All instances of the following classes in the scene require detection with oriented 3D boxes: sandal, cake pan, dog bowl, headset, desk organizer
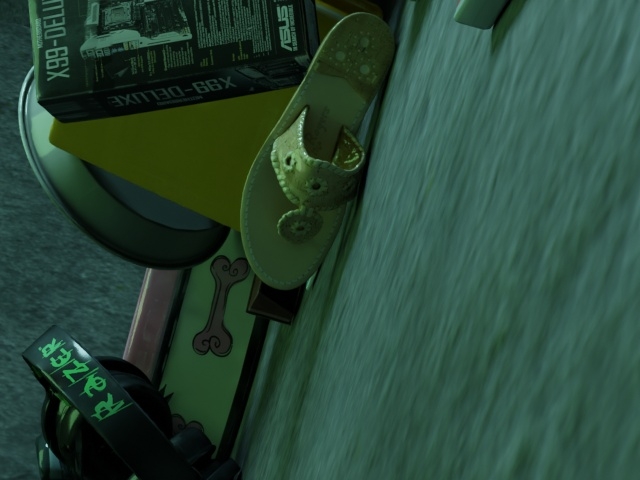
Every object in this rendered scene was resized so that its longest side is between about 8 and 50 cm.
[{"bbox_3d":[-0.001,-0.075,1.437,0.079,0.088,0.240,-166,97,-84],"label":"sandal"},{"bbox_3d":[-0.199,-0.107,1.975,0.054,0.293,0.293,-36,30,37],"label":"cake pan"},{"bbox_3d":[-0.157,0.106,2.180,0.408,0.150,0.408,-164,90,-84],"label":"dog bowl"},{"bbox_3d":[-0.205,0.248,1.853,0.185,0.243,0.394,-43,-35,-11],"label":"headset"},{"bbox_3d":[-0.032,0.010,1.718,0.050,0.047,0.130,122,163,-63],"label":"desk organizer"}]

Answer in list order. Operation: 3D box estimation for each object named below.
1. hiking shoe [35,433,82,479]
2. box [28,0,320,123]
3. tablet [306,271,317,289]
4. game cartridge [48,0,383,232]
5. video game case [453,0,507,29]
[{"bbox_3d":[-0.215,0.336,2.038,0.113,0.132,0.304,-118,5,-67],"label":"hiking shoe"},{"bbox_3d":[-0.136,-0.272,1.552,0.076,0.242,0.307,45,-143,-74],"label":"box"},{"bbox_3d":[0.000,0.000,1.622,0.083,0.006,0.054,-81,9,-45],"label":"tablet"},{"bbox_3d":[-0.112,-0.157,1.735,0.324,0.285,0.053,112,-176,-49],"label":"game cartridge"},{"bbox_3d":[0.133,-0.281,0.957,0.204,0.025,0.285,119,166,-69],"label":"video game case"}]
